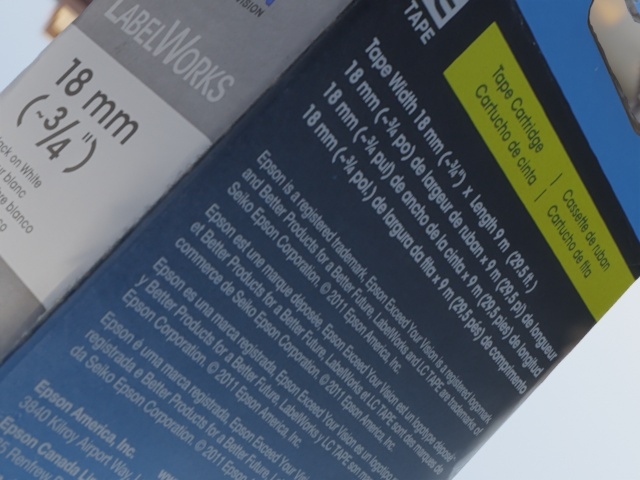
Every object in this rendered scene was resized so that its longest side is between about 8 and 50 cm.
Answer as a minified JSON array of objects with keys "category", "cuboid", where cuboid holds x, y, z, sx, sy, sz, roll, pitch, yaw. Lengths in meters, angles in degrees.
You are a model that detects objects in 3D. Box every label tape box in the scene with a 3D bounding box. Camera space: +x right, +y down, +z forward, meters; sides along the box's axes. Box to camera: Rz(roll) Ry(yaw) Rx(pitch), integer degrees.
[{"category":"label tape box","cuboid":[0.000,0.000,0.524,0.106,0.333,0.240,41,174,41]}]
